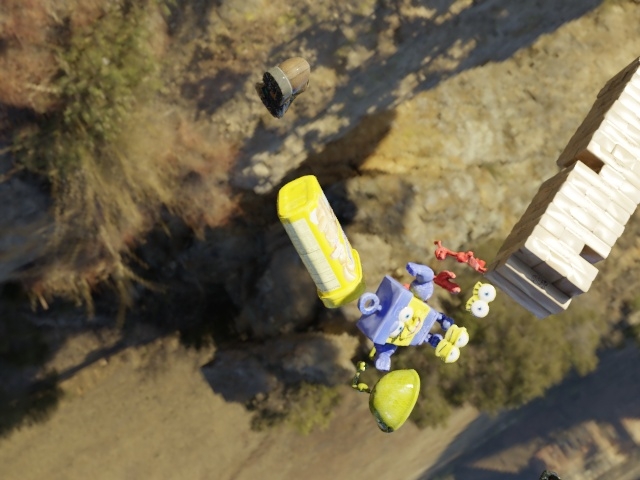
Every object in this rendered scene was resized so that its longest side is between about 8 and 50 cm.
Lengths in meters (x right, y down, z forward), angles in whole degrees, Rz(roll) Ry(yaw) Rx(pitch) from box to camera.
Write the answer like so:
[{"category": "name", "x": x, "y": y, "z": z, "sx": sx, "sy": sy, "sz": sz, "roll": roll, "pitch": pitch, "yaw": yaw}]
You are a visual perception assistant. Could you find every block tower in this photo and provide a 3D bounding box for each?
[{"category": "block tower", "x": 0.327, "y": -0.068, "z": 1.144, "sx": 0.335, "sy": 0.097, "sz": 0.091, "roll": -55, "pitch": -175, "yaw": -22}]

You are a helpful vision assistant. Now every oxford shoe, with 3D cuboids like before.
[{"category": "oxford shoe", "x": -0.063, "y": -0.289, "z": 1.811, "sx": 0.096, "sy": 0.083, "sz": 0.227, "roll": -35, "pitch": -173, "yaw": -14}]

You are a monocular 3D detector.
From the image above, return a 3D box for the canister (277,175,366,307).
[{"category": "canister", "x": 0.000, "y": 0.000, "z": 1.447, "sx": 0.073, "sy": 0.170, "sz": 0.126, "roll": -24, "pitch": -154, "yaw": 9}]

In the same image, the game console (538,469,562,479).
[{"category": "game console", "x": 0.362, "y": 0.436, "z": 1.526, "sx": 0.122, "sy": 0.071, "sz": 0.107, "roll": -60, "pitch": 150, "yaw": -1}]

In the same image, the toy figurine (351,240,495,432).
[{"category": "toy figurine", "x": 0.116, "y": 0.146, "z": 1.702, "sx": 0.217, "sy": 0.191, "sz": 0.362, "roll": 23, "pitch": 103, "yaw": -43}]
